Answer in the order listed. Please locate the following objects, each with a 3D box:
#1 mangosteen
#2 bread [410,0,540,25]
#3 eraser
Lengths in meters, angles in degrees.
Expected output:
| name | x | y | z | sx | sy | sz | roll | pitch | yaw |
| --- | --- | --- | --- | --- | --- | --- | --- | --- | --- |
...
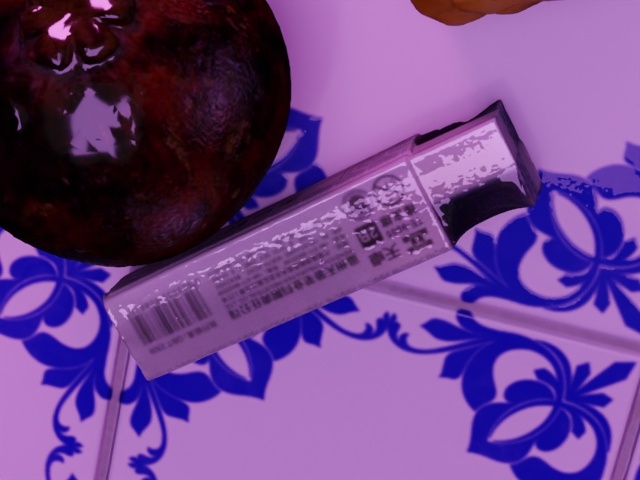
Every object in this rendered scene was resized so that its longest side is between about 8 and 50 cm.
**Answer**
| name | x | y | z | sx | sy | sz | roll | pitch | yaw |
| --- | --- | --- | --- | --- | --- | --- | --- | --- | --- |
| mangosteen | -0.175 | -0.120 | 1.411 | 0.306 | 0.359 | 0.306 | -1 | 73 | 4 |
| bread | 0.202 | -0.286 | 1.347 | 0.294 | 0.132 | 0.167 | -14 | 98 | 15 |
| eraser | 0.000 | 0.000 | 1.489 | 0.404 | 0.096 | 0.098 | -25 | 101 | 15 |
